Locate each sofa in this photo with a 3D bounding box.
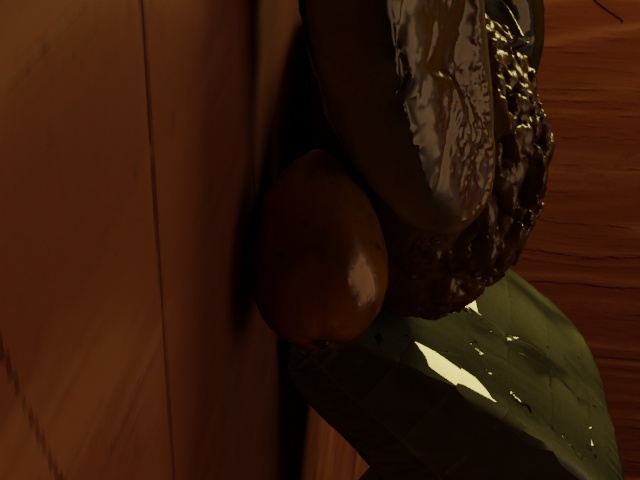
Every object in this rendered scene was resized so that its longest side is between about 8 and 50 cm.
[{"bbox_3d":[0.028,0.124,0.624,0.225,0.176,0.210,-57,-174,24],"label":"sofa"}]

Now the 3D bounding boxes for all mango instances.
[{"bbox_3d":[0.000,0.000,0.412,0.089,0.046,0.060,-87,176,-52],"label":"mango"}]

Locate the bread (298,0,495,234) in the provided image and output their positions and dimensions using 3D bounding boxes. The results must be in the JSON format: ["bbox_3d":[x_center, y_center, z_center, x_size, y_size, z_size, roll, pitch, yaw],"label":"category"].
[{"bbox_3d":[0.016,-0.099,0.391,0.073,0.053,0.214,-41,128,-48],"label":"bread"}]

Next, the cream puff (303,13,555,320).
[{"bbox_3d":[0.045,-0.037,0.510,0.126,0.103,0.143,-22,111,-87],"label":"cream puff"}]

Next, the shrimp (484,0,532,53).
[{"bbox_3d":[0.132,-0.313,0.683,0.410,0.221,0.166,-65,-151,18],"label":"shrimp"}]

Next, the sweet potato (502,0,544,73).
[{"bbox_3d":[0.102,-0.077,1.002,0.130,0.131,0.422,-77,175,-55],"label":"sweet potato"}]
